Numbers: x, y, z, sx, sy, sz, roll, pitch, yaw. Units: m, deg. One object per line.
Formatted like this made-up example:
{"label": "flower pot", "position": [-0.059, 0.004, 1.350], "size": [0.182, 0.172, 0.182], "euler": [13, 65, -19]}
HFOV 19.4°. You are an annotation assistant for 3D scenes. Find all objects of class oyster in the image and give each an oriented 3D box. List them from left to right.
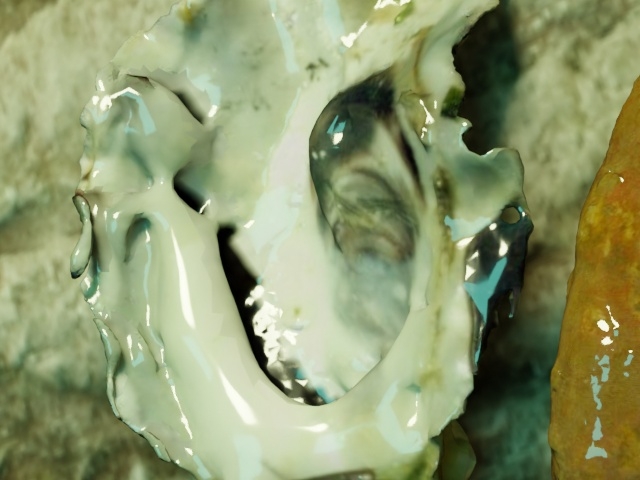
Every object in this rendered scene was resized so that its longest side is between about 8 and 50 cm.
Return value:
{"label": "oyster", "position": [0.001, 0.000, 0.946], "size": [0.238, 0.115, 0.351], "euler": [-16, 80, 16]}

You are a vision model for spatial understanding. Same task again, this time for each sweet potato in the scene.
{"label": "sweet potato", "position": [0.155, 0.043, 0.858], "size": [0.106, 0.095, 0.354], "euler": [4, 88, -13]}
